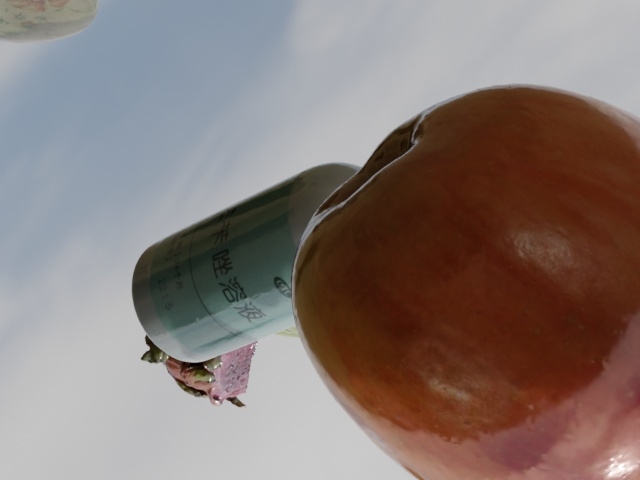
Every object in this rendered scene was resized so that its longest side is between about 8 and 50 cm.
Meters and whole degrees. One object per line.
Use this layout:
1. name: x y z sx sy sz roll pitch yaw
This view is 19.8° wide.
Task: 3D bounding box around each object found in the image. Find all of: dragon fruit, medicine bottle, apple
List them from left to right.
1. dragon fruit: -0.125 0.115 1.866 0.096 0.102 0.147 -38 152 -43
2. medicine bottle: 0.000 0.000 1.424 0.352 0.110 0.110 -23 -146 41
3. apple: 0.113 0.027 1.044 0.242 0.241 0.242 -56 -179 2

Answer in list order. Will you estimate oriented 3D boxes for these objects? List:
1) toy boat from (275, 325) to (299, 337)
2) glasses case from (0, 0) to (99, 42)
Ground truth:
1. toy boat: -0.029 0.038 1.773 0.084 0.276 0.111 -14 -101 25
2. glasses case: -0.309 -0.314 1.702 0.425 0.157 0.098 82 5 -65
